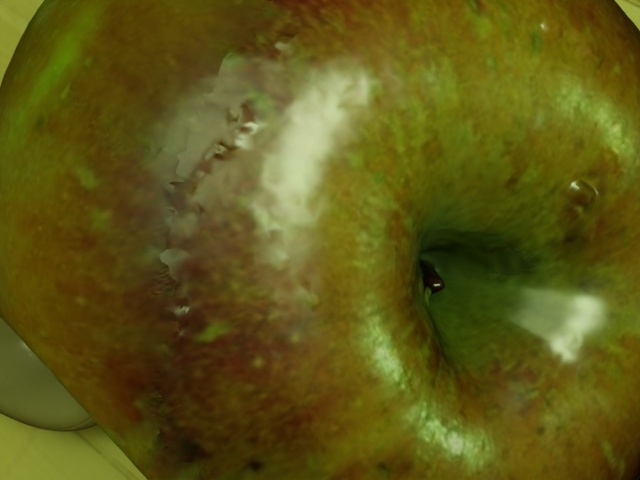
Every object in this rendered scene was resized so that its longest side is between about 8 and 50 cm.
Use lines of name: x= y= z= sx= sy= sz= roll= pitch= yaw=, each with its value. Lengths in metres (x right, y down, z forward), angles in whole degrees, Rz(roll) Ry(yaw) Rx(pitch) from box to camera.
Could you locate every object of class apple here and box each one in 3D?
apple: x=0.000 y=0.000 z=0.963 sx=0.374 sy=0.374 sz=0.384 roll=4 pitch=110 yaw=36

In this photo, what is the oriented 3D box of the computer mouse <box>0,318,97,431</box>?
computer mouse: x=-0.199 y=0.031 z=1.222 sx=0.236 sy=0.082 sz=0.145 roll=28 pitch=88 yaw=38
